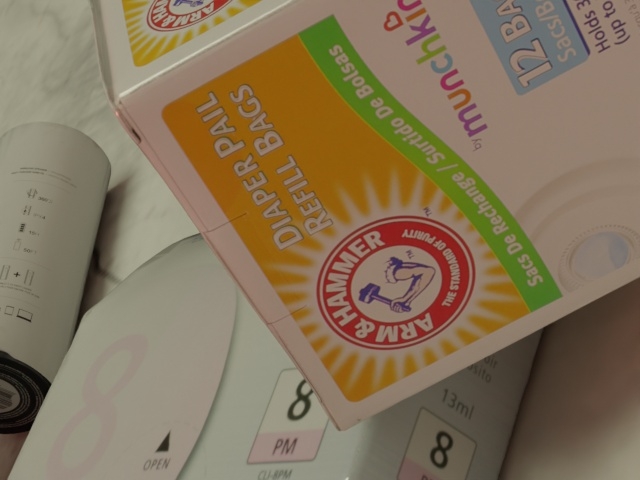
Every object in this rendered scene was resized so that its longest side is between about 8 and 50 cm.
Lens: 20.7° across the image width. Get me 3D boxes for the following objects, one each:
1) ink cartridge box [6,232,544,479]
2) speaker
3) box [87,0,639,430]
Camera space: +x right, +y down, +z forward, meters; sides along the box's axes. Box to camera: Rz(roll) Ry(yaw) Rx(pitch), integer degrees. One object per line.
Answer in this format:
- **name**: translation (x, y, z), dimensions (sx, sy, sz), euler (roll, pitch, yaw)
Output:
- **ink cartridge box**: translation (0.000, 0.000, 0.572), dimensions (0.189, 0.066, 0.232), euler (-14, 51, 50)
- **speaker**: translation (-0.127, 0.012, 0.747), dimensions (0.055, 0.055, 0.136), euler (-33, 35, 34)
- **box**: translation (0.057, -0.062, 0.430), dimensions (0.203, 0.114, 0.103), euler (-28, 33, 6)
